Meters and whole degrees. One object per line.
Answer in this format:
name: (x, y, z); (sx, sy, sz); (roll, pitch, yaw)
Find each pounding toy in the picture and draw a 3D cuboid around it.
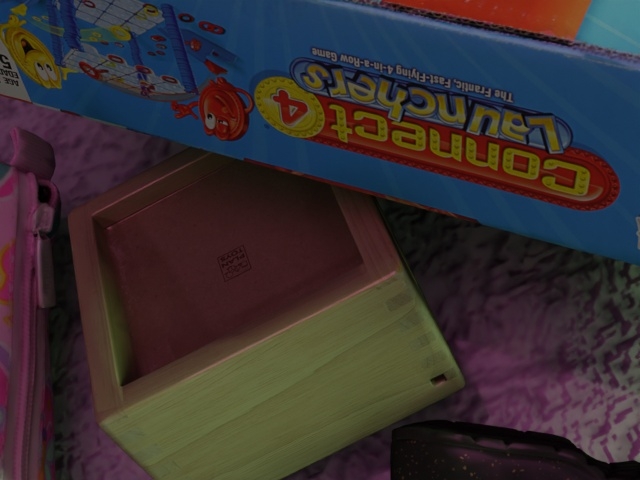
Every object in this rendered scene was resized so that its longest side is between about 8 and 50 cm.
pounding toy: (0.003, -0.009, 0.471); (0.206, 0.094, 0.181); (-27, 44, 5)

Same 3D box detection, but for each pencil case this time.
pencil case: (-0.174, 0.090, 0.472); (0.124, 0.124, 0.284); (-8, 70, 12)

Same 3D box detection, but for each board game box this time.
board game box: (0.045, -0.156, 0.442); (0.302, 0.086, 0.308); (17, 52, 18)

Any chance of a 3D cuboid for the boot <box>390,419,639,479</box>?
boot: (0.132, 0.164, 0.408); (0.247, 0.083, 0.161); (5, 86, 17)
